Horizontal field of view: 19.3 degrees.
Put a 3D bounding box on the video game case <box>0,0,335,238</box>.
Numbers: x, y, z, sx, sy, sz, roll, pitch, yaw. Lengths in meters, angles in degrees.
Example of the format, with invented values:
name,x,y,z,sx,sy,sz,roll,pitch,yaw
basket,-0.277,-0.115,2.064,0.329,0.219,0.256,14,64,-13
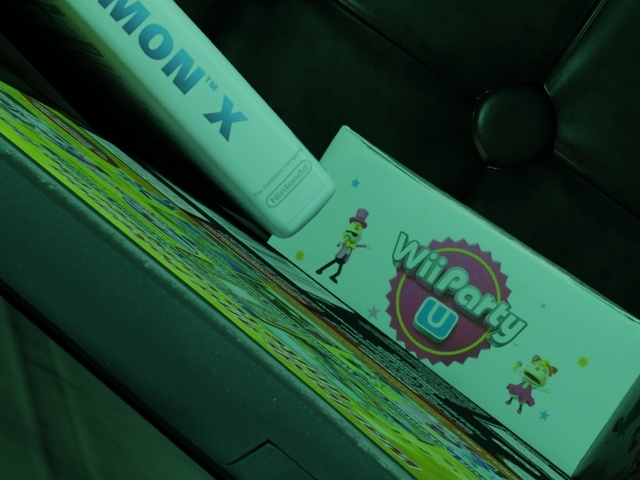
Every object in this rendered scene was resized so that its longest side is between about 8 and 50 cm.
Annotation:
name,x,y,z,sx,sy,sz,roll,pitch,yaw
video game case,-0.150,-0.140,0.825,0.300,0.036,0.329,47,-7,-22

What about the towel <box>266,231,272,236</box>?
name,x,y,z,sx,sy,sz,roll,pitch,yaw
towel,0.000,0.000,1.324,0.119,0.029,0.067,32,5,-44

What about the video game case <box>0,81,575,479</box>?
name,x,y,z,sx,sy,sz,roll,pitch,yaw
video game case,-0.026,0.029,0.617,0.275,0.035,0.248,37,4,29

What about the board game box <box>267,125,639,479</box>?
name,x,y,z,sx,sy,sz,roll,pitch,yaw
board game box,0.120,0.055,1.150,0.224,0.097,0.303,35,2,22
